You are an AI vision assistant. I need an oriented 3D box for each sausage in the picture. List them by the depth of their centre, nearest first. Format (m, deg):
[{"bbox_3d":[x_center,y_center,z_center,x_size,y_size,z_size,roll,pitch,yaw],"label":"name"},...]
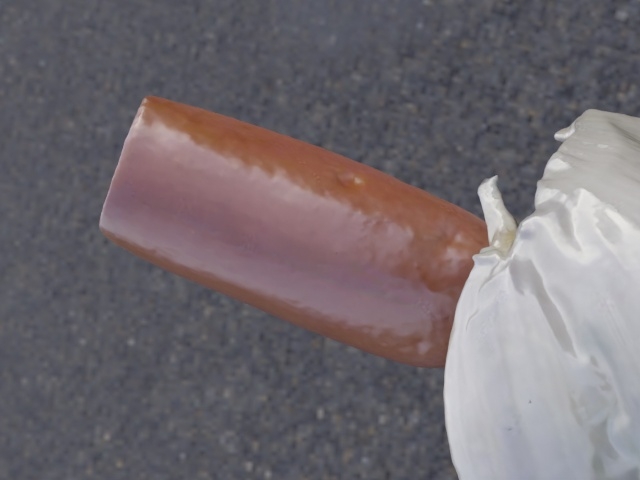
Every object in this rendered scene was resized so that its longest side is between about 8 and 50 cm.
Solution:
[{"bbox_3d":[0.000,0.000,0.921,0.113,0.259,0.113,22,-90,-87],"label":"sausage"}]

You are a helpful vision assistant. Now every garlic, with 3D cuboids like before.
[{"bbox_3d":[0.155,0.040,0.623,0.143,0.229,0.178,-1,119,51],"label":"garlic"}]
